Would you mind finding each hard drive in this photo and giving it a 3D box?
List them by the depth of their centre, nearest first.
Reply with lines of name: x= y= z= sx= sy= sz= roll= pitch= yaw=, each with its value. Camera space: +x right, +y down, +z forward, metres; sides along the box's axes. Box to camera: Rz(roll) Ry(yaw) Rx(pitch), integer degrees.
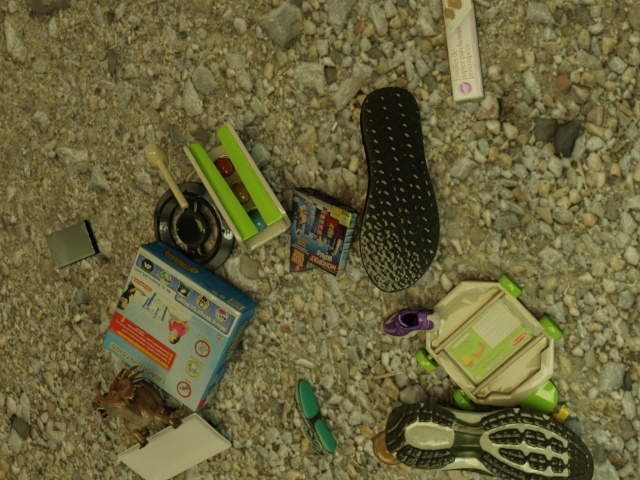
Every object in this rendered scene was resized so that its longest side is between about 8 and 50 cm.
hard drive: x=-0.659 y=0.011 z=1.742 sx=0.135 sy=0.022 sz=0.094 roll=-20 pitch=88 yaw=19

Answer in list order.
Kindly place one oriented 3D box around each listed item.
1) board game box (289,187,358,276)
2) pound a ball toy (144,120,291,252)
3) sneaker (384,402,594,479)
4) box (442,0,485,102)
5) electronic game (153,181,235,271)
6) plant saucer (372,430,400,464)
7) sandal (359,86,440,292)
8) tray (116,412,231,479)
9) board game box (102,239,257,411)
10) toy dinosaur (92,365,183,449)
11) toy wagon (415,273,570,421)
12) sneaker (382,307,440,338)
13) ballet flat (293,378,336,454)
board game box: x=0.000 y=0.000 z=1.472 sx=0.194 sy=0.060 sz=0.194 roll=28 pitch=113 yaw=43
pound a ball toy: x=-0.236 y=-0.118 z=1.509 sx=0.208 sy=0.135 sz=0.319 roll=-32 pitch=73 yaw=-5
sneaker: x=0.349 y=0.428 z=1.372 sx=0.411 sy=0.182 sz=0.158 roll=7 pitch=72 yaw=18
box: x=0.293 y=-0.451 z=1.365 sx=0.063 sy=0.067 sz=0.323 roll=-6 pitch=92 yaw=19
electronic game: x=-0.311 y=-0.030 z=1.609 sx=0.229 sy=0.048 sz=0.229 roll=5 pitch=104 yaw=22
plant saucer: x=0.159 y=0.481 z=1.513 sx=0.084 sy=0.015 sz=0.083 roll=1 pitch=95 yaw=19
sandal: x=0.166 y=-0.107 z=1.419 sx=0.168 sy=0.107 sz=0.445 roll=0 pitch=80 yaw=2
tray: x=-0.369 y=0.524 z=1.661 sx=0.270 sy=0.030 sz=0.145 roll=-31 pitch=115 yaw=18
board game box: x=-0.349 y=0.207 z=1.601 sx=0.308 sy=0.086 sz=0.301 roll=32 pitch=112 yaw=13
toy dinosaur: x=-0.449 y=0.385 z=1.594 sx=0.127 sy=0.296 sz=0.200 roll=-37 pitch=99 yaw=-12
toy wagon: x=0.382 y=0.249 z=1.393 sx=0.344 sy=0.068 sz=0.267 roll=47 pitch=107 yaw=9
sneaker: x=0.184 y=0.171 z=1.419 sx=0.170 sy=0.071 sz=0.068 roll=-27 pitch=58 yaw=56
ballet flat: x=-0.029 y=0.422 z=1.548 sx=0.070 sy=0.070 sz=0.188 roll=-26 pitch=83 yaw=19
